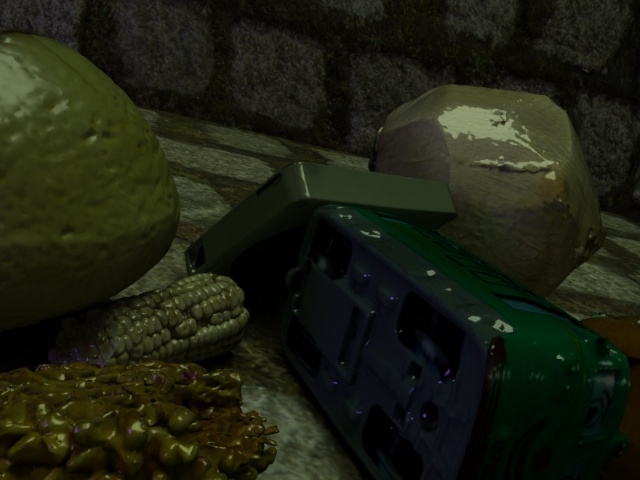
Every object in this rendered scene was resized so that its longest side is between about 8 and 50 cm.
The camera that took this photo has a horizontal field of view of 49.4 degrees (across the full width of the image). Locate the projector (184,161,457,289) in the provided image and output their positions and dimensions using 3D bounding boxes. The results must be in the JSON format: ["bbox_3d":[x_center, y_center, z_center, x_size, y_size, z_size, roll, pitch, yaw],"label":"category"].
[{"bbox_3d":[0.000,0.000,0.872,0.259,0.079,0.257,2,-24,-39],"label":"projector"}]

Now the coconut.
[{"bbox_3d":[0.257,-0.061,1.075,0.360,0.346,0.346,10,14,11],"label":"coconut"}]

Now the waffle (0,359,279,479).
[{"bbox_3d":[-0.130,0.123,0.464,0.197,0.070,0.193,1,1,-22],"label":"waffle"}]

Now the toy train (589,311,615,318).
[{"bbox_3d":[0.277,0.144,0.835,0.248,0.101,0.159,15,28,6],"label":"toy train"}]

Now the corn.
[{"bbox_3d":[-0.152,0.080,0.655,0.087,0.087,0.211,23,16,30],"label":"corn"}]

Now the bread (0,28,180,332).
[{"bbox_3d":[-0.288,-0.036,0.629,0.321,0.237,0.320,-24,7,3],"label":"bread"}]

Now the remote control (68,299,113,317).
[{"bbox_3d":[-0.270,0.060,0.745,0.124,0.017,0.053,21,17,23],"label":"remote control"}]

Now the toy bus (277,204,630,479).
[{"bbox_3d":[0.107,0.103,0.637,0.199,0.183,0.343,9,17,-26],"label":"toy bus"}]

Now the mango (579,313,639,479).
[{"bbox_3d":[0.318,0.159,0.631,0.153,0.201,0.287,31,22,-16],"label":"mango"}]
